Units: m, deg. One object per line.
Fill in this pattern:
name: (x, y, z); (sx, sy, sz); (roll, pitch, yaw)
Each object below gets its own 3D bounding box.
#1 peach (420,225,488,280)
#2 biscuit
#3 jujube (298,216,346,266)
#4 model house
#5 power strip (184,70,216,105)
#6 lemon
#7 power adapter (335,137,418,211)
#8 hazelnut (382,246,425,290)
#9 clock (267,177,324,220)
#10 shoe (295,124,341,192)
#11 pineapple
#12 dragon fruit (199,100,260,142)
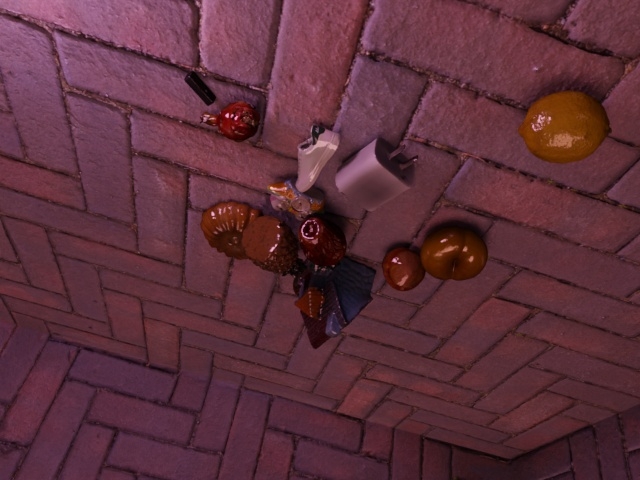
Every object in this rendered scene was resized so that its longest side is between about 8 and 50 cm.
peach: (0.498, 0.051, 1.853); (0.252, 0.153, 0.251); (5, 147, 3)
biscuit: (-0.340, -0.024, 2.038); (0.326, 0.107, 0.325); (11, 143, 8)
jujube: (0.000, 0.000, 1.873); (0.190, 0.189, 0.255); (-3, 164, 19)
model house: (0.022, 0.288, 2.129); (0.298, 0.338, 0.360); (24, 141, -16)
power strip: (-0.371, -0.470, 1.542); (0.029, 0.037, 0.111); (-17, 134, 31)
lemon: (0.654, -0.303, 1.334); (0.231, 0.192, 0.192); (4, 141, 16)
power adapter: (0.200, -0.225, 1.616); (0.187, 0.124, 0.255); (33, 137, -25)
hazelnut: (0.326, 0.122, 1.974); (0.182, 0.182, 0.182); (8, 141, 6)
clock: (-0.089, -0.145, 1.811); (0.231, 0.103, 0.144); (26, 131, -18)
shoe: (-0.037, -0.274, 1.650); (0.110, 0.095, 0.265); (27, 131, -17)
pineapple: (-0.153, 0.045, 1.938); (0.202, 0.201, 0.362); (-5, 158, 21)
dragon fruit: (-0.292, -0.380, 1.577); (0.246, 0.125, 0.125); (9, 157, 28)
